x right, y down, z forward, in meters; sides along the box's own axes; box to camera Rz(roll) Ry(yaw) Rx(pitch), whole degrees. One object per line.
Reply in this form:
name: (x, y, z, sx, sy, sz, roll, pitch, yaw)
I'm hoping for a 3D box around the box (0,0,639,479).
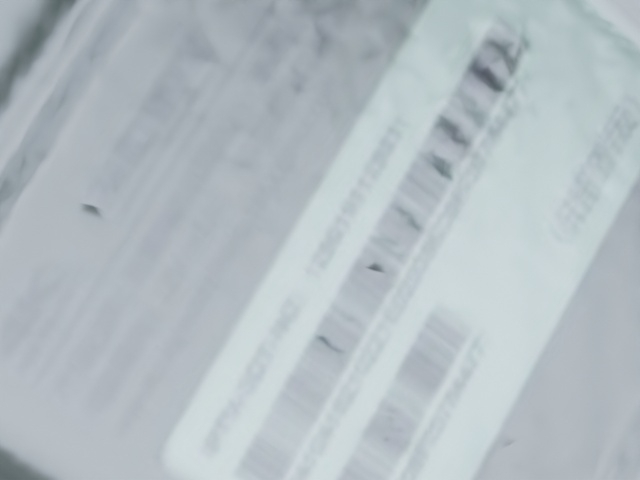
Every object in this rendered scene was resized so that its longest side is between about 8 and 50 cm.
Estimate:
box: (0.000, 0.001, 0.591, 0.396, 0.111, 0.396, 36, 76, -27)
